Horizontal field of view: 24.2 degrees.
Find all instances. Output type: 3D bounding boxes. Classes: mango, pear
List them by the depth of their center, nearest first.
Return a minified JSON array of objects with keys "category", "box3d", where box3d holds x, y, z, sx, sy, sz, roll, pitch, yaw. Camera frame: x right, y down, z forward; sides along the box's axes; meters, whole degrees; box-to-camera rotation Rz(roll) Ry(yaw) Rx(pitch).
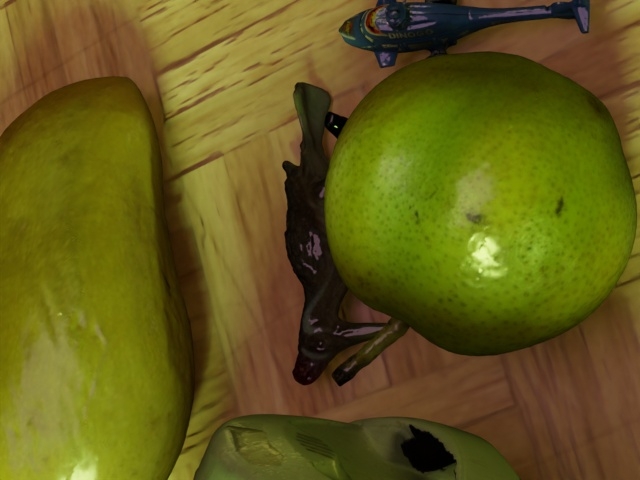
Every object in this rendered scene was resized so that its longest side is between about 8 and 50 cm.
[{"category":"pear","box3d":[0.079,-0.001,0.858,0.180,0.166,0.216,30,85,17]},{"category":"mango","box3d":[-0.185,0.055,1.041,0.195,0.142,0.331,-18,66,24]}]

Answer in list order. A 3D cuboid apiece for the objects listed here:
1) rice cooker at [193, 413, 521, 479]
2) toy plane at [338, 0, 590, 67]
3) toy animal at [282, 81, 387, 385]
[{"category":"rice cooker","box3d":[0.035,0.235,0.800,0.288,0.288,0.277,22,93,32]},{"category":"toy plane","box3d":[0.089,-0.139,0.941,0.167,0.062,0.054,-2,82,21]},{"category":"toy animal","box3d":[0.007,-0.005,0.979,0.105,0.070,0.202,5,88,45]}]
